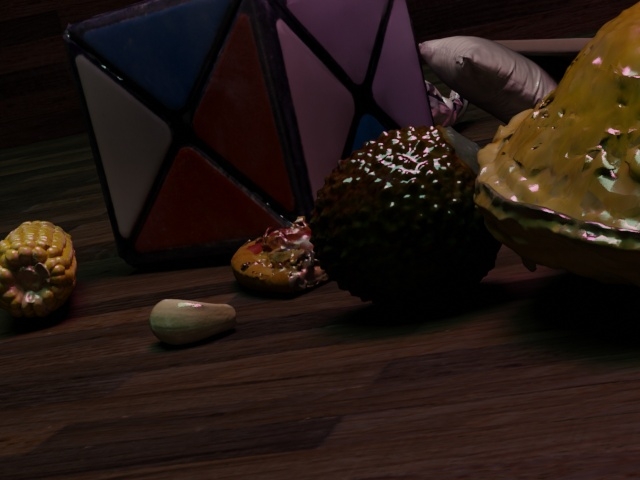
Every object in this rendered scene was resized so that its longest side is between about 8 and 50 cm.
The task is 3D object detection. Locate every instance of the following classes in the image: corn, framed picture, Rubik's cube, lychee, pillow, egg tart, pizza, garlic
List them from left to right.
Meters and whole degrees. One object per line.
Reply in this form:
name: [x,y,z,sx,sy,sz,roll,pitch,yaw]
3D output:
corn: [-0.310,0.030,1.713,0.093,0.093,0.244,-14,6,-5]
garlic: [-0.117,0.072,1.402,0.083,0.041,0.053,-3,-1,10]
Rubik's cube: [-0.065,-0.154,1.827,0.305,0.307,0.310,-9,10,35]
pizza: [0.000,0.000,1.591,0.193,0.053,0.201,-17,11,-19]
lychee: [0.072,-0.014,1.325,0.171,0.171,0.171,-13,10,2]
pillow: [0.240,-0.163,1.805,0.254,0.078,0.144,27,8,-17]
framed picture: [0.341,-0.178,1.838,0.232,0.024,0.315,24,-4,-22]
egg tart: [0.326,-0.093,1.193,0.443,0.178,0.443,-5,19,2]

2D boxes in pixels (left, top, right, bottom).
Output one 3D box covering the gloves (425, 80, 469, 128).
gloves: [0.160,-0.202,2.377,0.127,0.111,0.212,-12,-19,33]
